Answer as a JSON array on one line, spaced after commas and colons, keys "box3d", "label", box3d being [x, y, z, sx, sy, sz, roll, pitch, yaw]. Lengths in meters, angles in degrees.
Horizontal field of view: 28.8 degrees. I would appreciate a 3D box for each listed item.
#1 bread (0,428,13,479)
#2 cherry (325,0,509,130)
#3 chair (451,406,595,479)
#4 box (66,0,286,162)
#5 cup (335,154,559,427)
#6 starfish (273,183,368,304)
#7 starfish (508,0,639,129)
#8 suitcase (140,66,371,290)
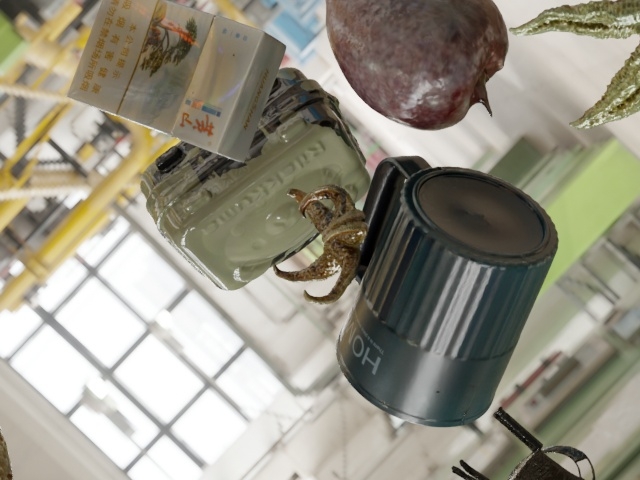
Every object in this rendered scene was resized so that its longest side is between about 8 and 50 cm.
[{"box3d": [-0.488, 0.207, 1.485, 0.337, 0.148, 0.328, 55, -163, -76], "label": "bread"}, {"box3d": [0.130, -0.277, 1.736, 0.300, 0.230, 0.203, 35, 154, 3], "label": "cherry"}, {"box3d": [0.334, 0.381, 2.030, 0.213, 0.174, 0.149, 37, 171, 15], "label": "chair"}, {"box3d": [-0.169, -0.197, 1.455, 0.233, 0.149, 0.067, 21, -176, 26], "label": "box"}, {"box3d": [0.176, 0.054, 1.757, 0.242, 0.292, 0.308, 13, -144, -8], "label": "cup"}, {"box3d": [-0.001, -0.001, 1.601, 0.074, 0.146, 0.190, 10, -157, -25], "label": "starfish"}, {"box3d": [0.384, -0.234, 1.352, 0.358, 0.078, 0.347, 17, 150, 19], "label": "starfish"}, {"box3d": [-0.082, -0.076, 2.040, 0.194, 0.351, 0.339, 53, 179, 31], "label": "suitcase"}]
